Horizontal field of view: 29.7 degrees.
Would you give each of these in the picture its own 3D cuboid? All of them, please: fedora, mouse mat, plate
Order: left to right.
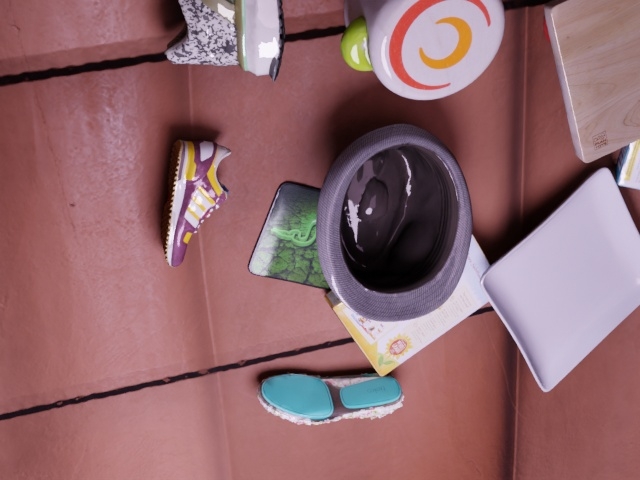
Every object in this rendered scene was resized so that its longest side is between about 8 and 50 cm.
[{"bbox_3d":[0.000,0.000,1.778,0.190,0.007,0.152,12,110,-26],"label":"mouse mat"},{"bbox_3d":[0.088,-0.032,1.718,0.244,0.124,0.275,-10,105,-21],"label":"fedora"},{"bbox_3d":[0.391,0.060,1.908,0.277,0.045,0.278,-41,125,-10],"label":"plate"}]

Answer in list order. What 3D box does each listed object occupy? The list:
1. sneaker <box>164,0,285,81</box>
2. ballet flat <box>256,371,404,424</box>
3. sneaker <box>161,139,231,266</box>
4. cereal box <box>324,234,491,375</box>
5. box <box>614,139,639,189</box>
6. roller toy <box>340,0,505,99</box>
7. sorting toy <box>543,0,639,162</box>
[{"bbox_3d":[-0.150,-0.381,1.459,0.182,0.158,0.410,-7,114,1],"label":"sneaker"},{"bbox_3d":[0.013,0.253,1.873,0.241,0.091,0.077,3,147,-17],"label":"ballet flat"},{"bbox_3d":[-0.169,-0.046,1.653,0.084,0.069,0.185,4,115,-17],"label":"sneaker"},{"bbox_3d":[0.146,0.080,1.847,0.240,0.047,0.173,-35,125,-2],"label":"cereal box"},{"bbox_3d":[0.585,-0.114,1.847,0.244,0.060,0.100,12,116,3],"label":"box"},{"bbox_3d":[0.135,-0.297,1.595,0.209,0.146,0.191,19,117,-34],"label":"roller toy"},{"bbox_3d":[0.451,-0.284,1.753,0.257,0.089,0.255,-24,121,-7],"label":"sorting toy"}]
